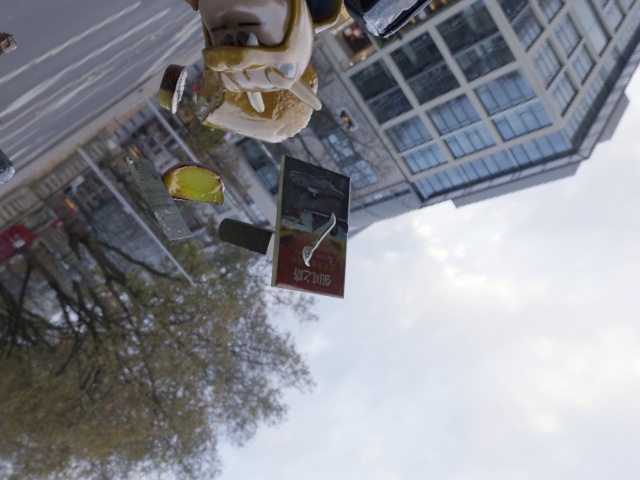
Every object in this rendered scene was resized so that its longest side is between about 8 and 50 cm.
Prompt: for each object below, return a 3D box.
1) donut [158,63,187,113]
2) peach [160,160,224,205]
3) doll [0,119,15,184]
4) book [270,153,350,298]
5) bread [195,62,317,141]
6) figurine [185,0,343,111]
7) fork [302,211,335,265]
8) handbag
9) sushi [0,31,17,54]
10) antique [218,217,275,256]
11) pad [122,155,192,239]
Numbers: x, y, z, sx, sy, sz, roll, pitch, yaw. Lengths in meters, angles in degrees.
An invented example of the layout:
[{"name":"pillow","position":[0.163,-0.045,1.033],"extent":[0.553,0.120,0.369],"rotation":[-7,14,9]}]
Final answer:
[{"name":"donut","position":[-0.559,-0.578,2.307],"extent":[0.166,0.073,0.184],"rotation":[-82,-168,-64]},{"name":"peach","position":[-0.507,-0.225,2.349],"extent":[0.267,0.159,0.154],"rotation":[4,-175,-23]},{"name":"doll","position":[-0.837,-0.239,1.348],"extent":[0.246,0.340,0.158],"rotation":[-40,165,-27]},{"name":"book","position":[-0.020,-0.034,1.726],"extent":[0.028,0.262,0.374],"rotation":[-10,-108,46]},{"name":"bread","position":[-0.203,-0.533,2.099],"extent":[0.250,0.394,0.361],"rotation":[179,-76,-71]},{"name":"figurine","position":[-0.090,-0.469,1.197],"extent":[0.400,0.387,0.268],"rotation":[6,175,-33]},{"name":"fork","position":[-0.006,0.000,1.448],"extent":[0.219,0.028,0.034],"rotation":[122,-35,-53]},{"name":"handbag","position":[0.229,-0.718,1.769],"extent":[0.302,0.178,0.275],"rotation":[-41,163,8]},{"name":"sushi","position":[-0.883,-0.549,1.687],"extent":[0.117,0.060,0.061],"rotation":[-5,-141,23]},{"name":"antique","position":[-0.234,-0.014,2.008],"extent":[0.220,0.081,0.080],"rotation":[18,-177,30]},{"name":"pad","position":[-0.454,-0.122,1.726],"extent":[0.009,0.265,0.159],"rotation":[-30,178,12]}]
